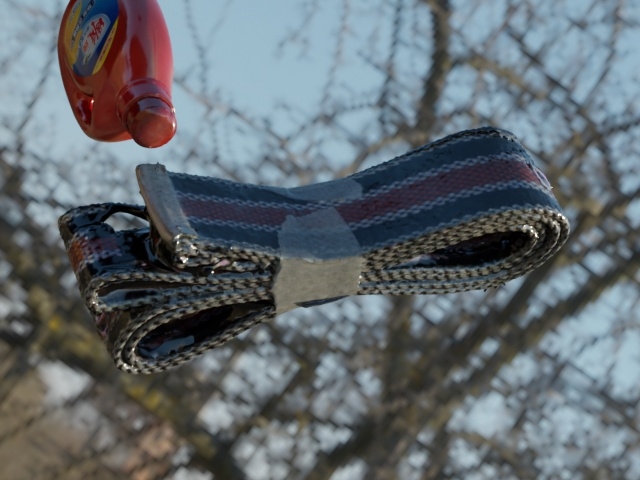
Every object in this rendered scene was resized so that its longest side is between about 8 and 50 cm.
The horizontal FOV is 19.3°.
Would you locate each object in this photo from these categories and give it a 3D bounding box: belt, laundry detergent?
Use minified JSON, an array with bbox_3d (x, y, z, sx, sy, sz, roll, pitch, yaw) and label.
[{"bbox_3d":[0.000,0.000,1.321,0.094,0.359,0.126,-118,-154,-44],"label":"belt"},{"bbox_3d":[-0.125,-0.101,1.171,0.049,0.097,0.165,16,25,-27],"label":"laundry detergent"}]
